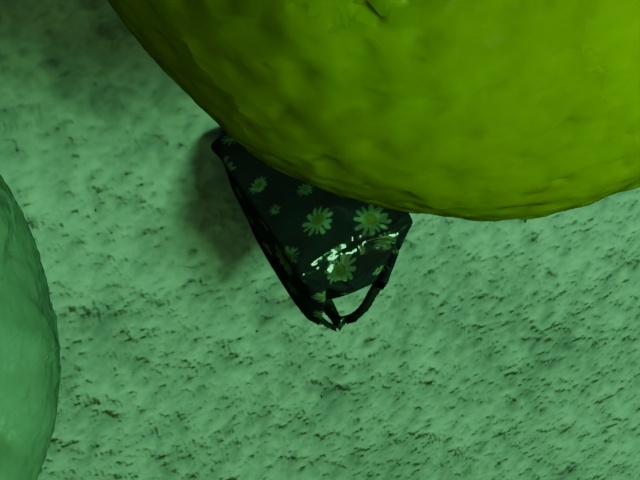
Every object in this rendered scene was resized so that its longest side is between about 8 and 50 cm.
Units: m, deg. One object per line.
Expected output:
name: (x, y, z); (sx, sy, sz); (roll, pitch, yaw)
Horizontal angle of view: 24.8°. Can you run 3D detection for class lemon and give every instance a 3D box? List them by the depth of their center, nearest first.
lemon: (0.060, -0.179, 0.581); (0.350, 0.350, 0.387); (-48, 151, 7)

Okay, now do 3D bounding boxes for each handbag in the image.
handbag: (0.000, 0.000, 0.839); (0.072, 0.115, 0.139); (-29, 150, -11)

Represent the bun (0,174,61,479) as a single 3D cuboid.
bun: (-0.276, 0.074, 0.632); (0.362, 0.211, 0.362); (-13, 118, -25)
